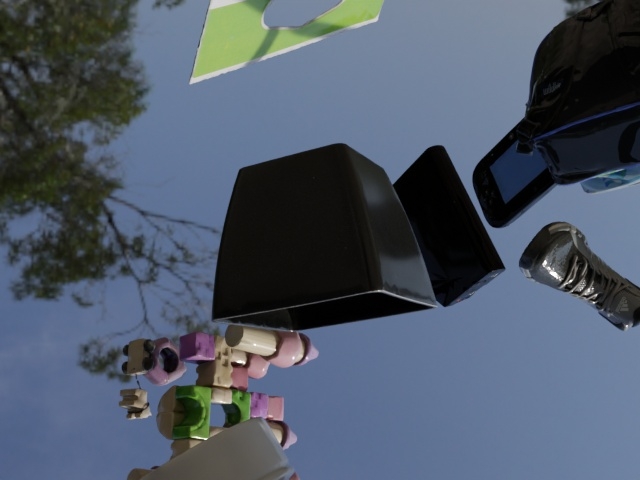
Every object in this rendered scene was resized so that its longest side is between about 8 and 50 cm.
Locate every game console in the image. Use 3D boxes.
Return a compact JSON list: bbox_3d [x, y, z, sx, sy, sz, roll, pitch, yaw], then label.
[{"bbox_3d":[0.230,-0.074,1.188,0.044,0.361,0.213,-7,-116,-36],"label":"game console"}]

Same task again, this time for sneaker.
[{"bbox_3d":[0.348,0.052,1.073,0.132,0.086,0.229,41,-166,36],"label":"sneaker"}]

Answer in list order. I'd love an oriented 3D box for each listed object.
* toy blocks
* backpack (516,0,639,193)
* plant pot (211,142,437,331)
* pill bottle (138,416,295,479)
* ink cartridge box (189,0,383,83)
[{"bbox_3d":[-0.138,0.297,1.414,0.309,0.288,0.260,-16,155,38],"label":"toy blocks"},{"bbox_3d":[0.180,-0.090,0.518,0.105,0.084,0.114,-20,-139,34],"label":"backpack"},{"bbox_3d":[0.000,0.000,0.924,0.188,0.167,0.187,-13,165,23],"label":"plant pot"},{"bbox_3d":[-0.026,0.278,0.590,0.160,0.160,0.283,-17,-111,-46],"label":"pill bottle"},{"bbox_3d":[-0.013,-0.235,0.480,0.097,0.255,0.189,41,-135,19],"label":"ink cartridge box"}]
